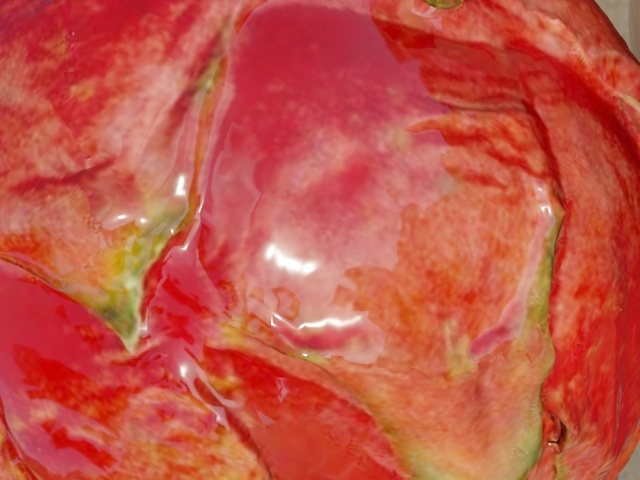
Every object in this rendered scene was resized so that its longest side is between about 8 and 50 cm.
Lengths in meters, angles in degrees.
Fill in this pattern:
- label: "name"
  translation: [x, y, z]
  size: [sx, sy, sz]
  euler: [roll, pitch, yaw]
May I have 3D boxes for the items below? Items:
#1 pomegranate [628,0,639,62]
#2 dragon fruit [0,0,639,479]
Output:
- label: "pomegranate"
  translation: [0.202, -0.088, 0.535]
  size: [0.209, 0.209, 0.209]
  euler: [-38, 36, 35]
- label: "dragon fruit"
  translation: [0.000, 0.000, 0.484]
  size: [0.244, 0.299, 0.244]
  euler: [-36, 9, 6]
